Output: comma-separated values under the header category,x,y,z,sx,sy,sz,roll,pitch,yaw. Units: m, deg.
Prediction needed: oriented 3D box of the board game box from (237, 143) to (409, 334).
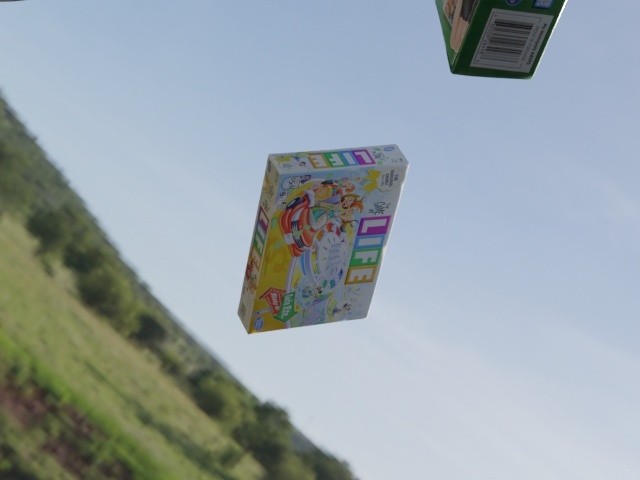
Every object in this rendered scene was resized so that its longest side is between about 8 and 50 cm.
category,x,y,z,sx,sy,sz,roll,pitch,yaw
board game box,0.000,0.000,1.069,0.026,0.103,0.154,-121,-147,-43

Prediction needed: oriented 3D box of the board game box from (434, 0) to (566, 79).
category,x,y,z,sx,sy,sz,roll,pitch,yaw
board game box,0.107,-0.261,0.643,0.317,0.046,0.213,109,-19,-47
